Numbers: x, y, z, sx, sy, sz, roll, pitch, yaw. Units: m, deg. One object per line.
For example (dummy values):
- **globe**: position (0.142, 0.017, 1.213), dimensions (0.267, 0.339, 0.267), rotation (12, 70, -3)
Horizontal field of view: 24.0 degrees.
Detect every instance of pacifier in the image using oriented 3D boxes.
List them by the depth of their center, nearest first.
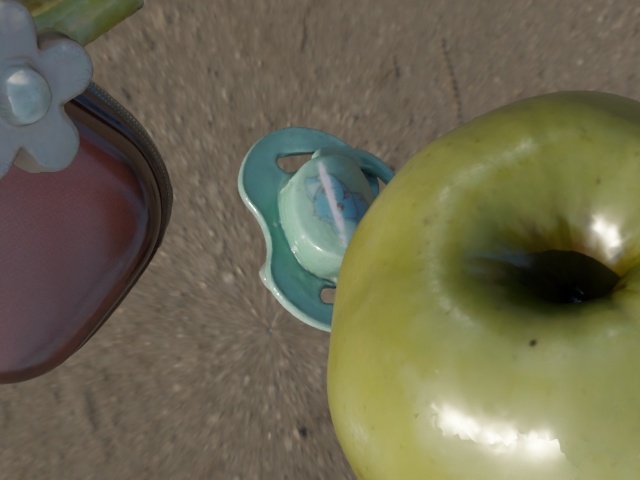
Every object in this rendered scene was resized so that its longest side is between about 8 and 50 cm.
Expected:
- **pacifier**: position (0.000, 0.000, 1.016), dimensions (0.127, 0.116, 0.150), rotation (-15, 70, -30)

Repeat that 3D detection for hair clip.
- **hair clip**: position (-0.121, -0.024, 0.422), dimensions (0.056, 0.214, 0.062), rotation (8, 130, 33)

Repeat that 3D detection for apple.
- **apple**: position (0.126, 0.065, 0.741), dimensions (0.262, 0.262, 0.262), rotation (0, 87, -2)

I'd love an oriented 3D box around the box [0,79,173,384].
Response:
- **box**: position (-0.309, -0.063, 1.105), dimensions (0.404, 0.108, 0.263), rotation (36, 106, -21)
